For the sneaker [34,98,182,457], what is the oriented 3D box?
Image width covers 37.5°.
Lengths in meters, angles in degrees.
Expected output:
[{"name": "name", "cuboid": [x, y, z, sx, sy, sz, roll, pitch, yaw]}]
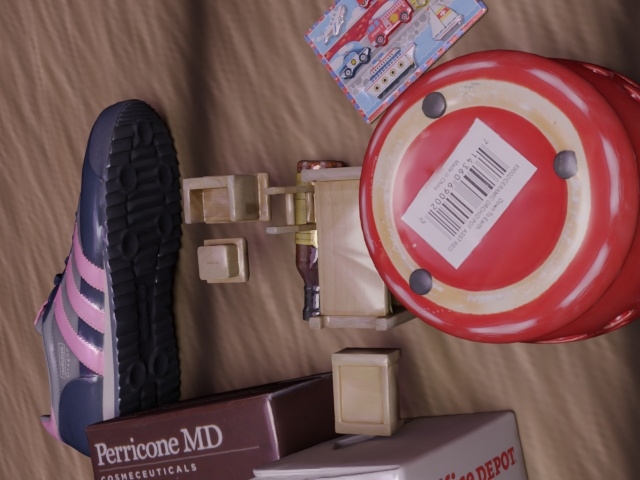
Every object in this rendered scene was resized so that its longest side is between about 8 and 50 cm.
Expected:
[{"name": "sneaker", "cuboid": [-0.201, 0.036, 0.832, 0.131, 0.112, 0.319, 3, 92, 28]}]

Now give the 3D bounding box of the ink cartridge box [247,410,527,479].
[{"name": "ink cartridge box", "cuboid": [0.071, 0.267, 0.620, 0.117, 0.201, 0.278, -14, 84, 30]}]

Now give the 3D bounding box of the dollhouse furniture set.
[{"name": "dollhouse furniture set", "cuboid": [-0.009, 0.039, 0.703, 0.160, 0.101, 0.182, -1, 93, 25]}]

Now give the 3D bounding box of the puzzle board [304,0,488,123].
[{"name": "puzzle board", "cuboid": [0.054, -0.168, 0.731, 0.128, 0.011, 0.096, -43, 70, 25]}]

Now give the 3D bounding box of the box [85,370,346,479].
[{"name": "box", "cuboid": [-0.038, 0.306, 0.727, 0.191, 0.143, 0.382, -16, 81, 31]}]

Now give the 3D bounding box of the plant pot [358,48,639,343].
[{"name": "plant pot", "cuboid": [0.132, -0.023, 0.596, 0.191, 0.174, 0.191, 2, 94, 29]}]

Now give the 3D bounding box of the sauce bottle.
[{"name": "sauce bottle", "cuboid": [0.000, 0.000, 0.751, 0.042, 0.042, 0.128, 2, 95, 31]}]
